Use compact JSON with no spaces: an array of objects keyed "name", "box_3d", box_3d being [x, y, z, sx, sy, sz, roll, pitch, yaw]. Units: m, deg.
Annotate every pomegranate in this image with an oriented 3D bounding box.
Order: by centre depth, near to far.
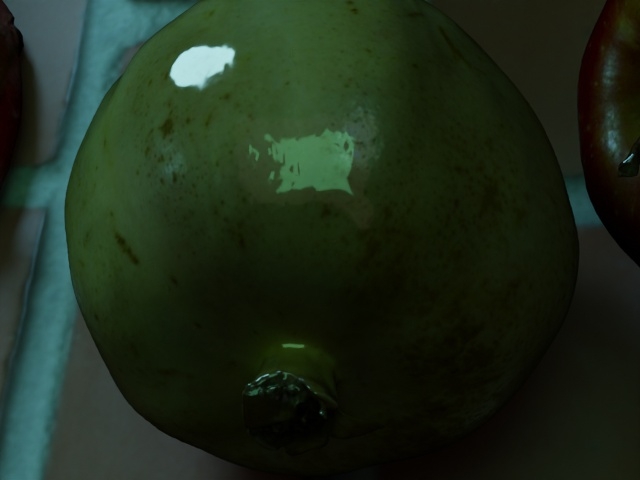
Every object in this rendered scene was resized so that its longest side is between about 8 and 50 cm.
[{"name":"pomegranate","box_3d":[0.000,0.000,1.134,0.319,0.319,0.319,-4,61,6]}]

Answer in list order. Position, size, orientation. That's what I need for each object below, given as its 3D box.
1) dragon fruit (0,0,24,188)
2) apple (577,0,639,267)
[{"name":"dragon fruit","box_3d":[-0.352,-0.054,1.329,0.343,0.100,0.282,-28,65,-6]},{"name":"apple","box_3d":[0.310,-0.092,1.131,0.317,0.288,0.288,-6,58,-18]}]
